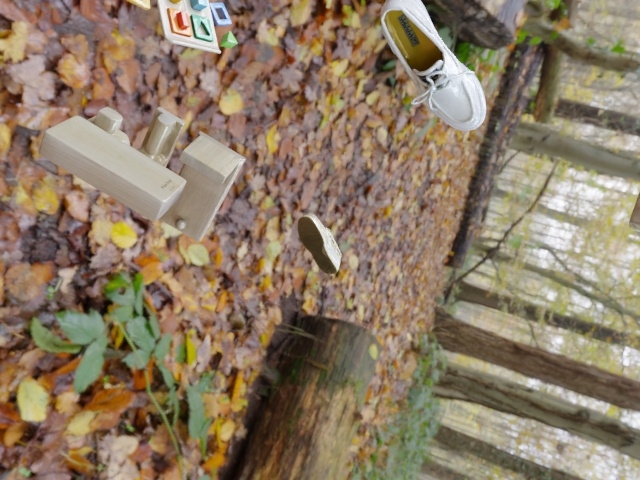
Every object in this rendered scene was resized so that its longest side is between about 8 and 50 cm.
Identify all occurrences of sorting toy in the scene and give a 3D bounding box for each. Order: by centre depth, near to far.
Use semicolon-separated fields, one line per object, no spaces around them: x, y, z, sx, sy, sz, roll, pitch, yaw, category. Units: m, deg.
-0.337;-0.587;1.429;0.348;0.047;0.196;-11;84;-54;sorting toy

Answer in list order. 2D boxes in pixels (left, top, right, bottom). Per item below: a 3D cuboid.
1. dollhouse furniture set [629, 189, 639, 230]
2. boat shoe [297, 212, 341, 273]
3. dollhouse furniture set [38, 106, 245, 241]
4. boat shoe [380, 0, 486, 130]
0.863;-0.079;1.275;0.212;0.242;0.161;14;94;-60;dollhouse furniture set
0.000;0.000;1.001;0.045;0.050;0.135;-62;140;-40;boat shoe
-0.185;-0.047;0.564;0.123;0.144;0.151;-55;-173;30;dollhouse furniture set
0.254;-0.382;1.261;0.367;0.136;0.156;53;35;-20;boat shoe
